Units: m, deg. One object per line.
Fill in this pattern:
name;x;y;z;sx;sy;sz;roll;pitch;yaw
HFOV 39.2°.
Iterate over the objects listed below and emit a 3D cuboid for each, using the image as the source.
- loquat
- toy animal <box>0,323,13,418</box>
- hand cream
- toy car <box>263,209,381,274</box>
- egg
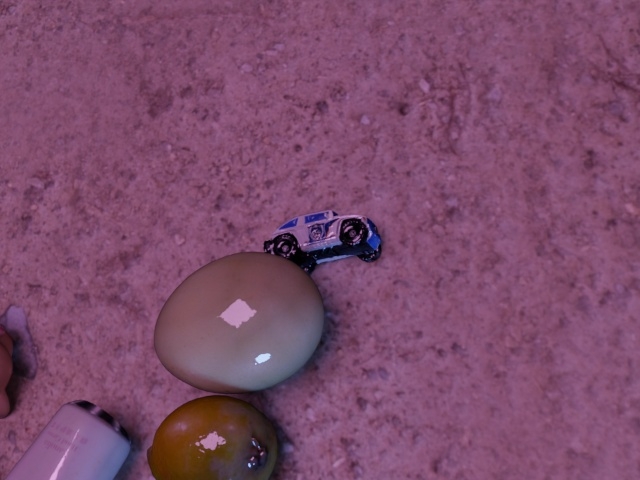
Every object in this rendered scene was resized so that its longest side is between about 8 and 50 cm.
loquat;-0.150;0.285;1.209;0.195;0.152;0.152;-11;68;32
toy animal;-0.592;0.169;1.419;0.248;0.165;0.149;24;88;33
hand cream;-0.404;0.391;1.233;0.186;0.118;0.358;21;61;23
toy car;0.000;0.000;1.285;0.171;0.080;0.070;-12;67;18
egg;-0.115;0.116;1.231;0.254;0.188;0.188;-20;66;26
